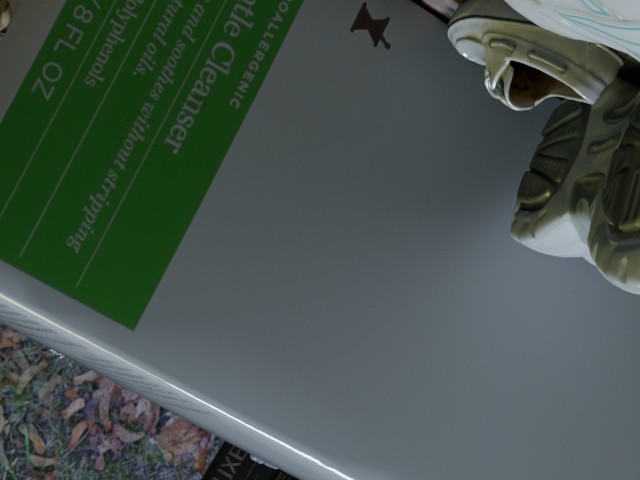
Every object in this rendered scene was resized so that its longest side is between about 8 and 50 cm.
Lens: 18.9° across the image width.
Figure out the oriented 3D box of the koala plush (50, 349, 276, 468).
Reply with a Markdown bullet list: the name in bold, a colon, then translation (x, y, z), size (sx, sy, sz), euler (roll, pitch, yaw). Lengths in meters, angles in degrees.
- **koala plush**: translation (-0.054, -0.005, 1.032), size (0.203, 0.196, 0.221), euler (40, 161, -20)

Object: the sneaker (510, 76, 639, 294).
- **sneaker**: translation (0.151, -0.013, 0.682), size (0.115, 0.090, 0.232), euler (22, -177, -9)

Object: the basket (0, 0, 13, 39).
- **basket**: translation (-0.201, -0.143, 0.453), size (0.299, 0.223, 0.213), euler (29, 173, -3)

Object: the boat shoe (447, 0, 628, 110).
- **boat shoe**: translation (0.076, -0.067, 0.717), size (0.035, 0.035, 0.100), euler (32, 172, -33)

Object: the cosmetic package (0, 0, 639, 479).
- **cosmetic package**: translation (0.000, 0.000, 0.845), size (0.365, 0.197, 0.155), euler (29, 170, -21)

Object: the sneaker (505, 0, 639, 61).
- **sneaker**: translation (0.110, -0.064, 0.528), size (0.152, 0.053, 0.061), euler (27, 171, 14)

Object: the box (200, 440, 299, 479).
- **box**: translation (0.048, 0.131, 1.159), size (0.076, 0.307, 0.242), euler (37, 169, -34)
